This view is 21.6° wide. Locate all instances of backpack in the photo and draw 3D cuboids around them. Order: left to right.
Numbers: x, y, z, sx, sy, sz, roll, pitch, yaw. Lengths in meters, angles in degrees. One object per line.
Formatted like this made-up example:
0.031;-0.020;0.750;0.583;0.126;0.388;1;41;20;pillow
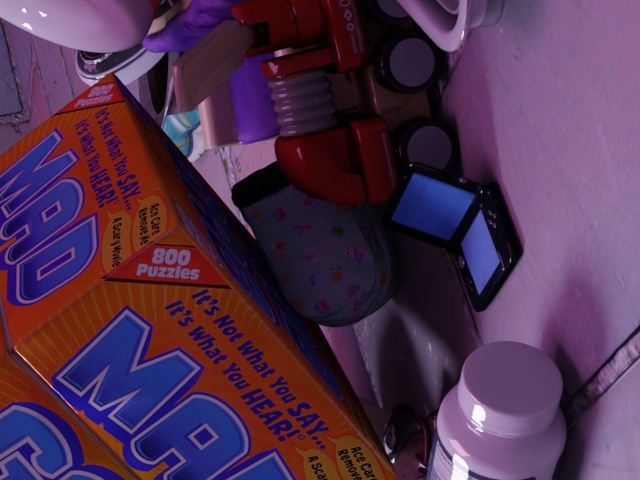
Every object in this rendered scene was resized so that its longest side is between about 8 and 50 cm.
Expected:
0.000;0.000;1.689;0.182;0.152;0.115;64;-162;5;backpack

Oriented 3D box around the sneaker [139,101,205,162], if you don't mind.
-0.217;-0.174;2.371;0.275;0.110;0.107;130;127;-70;sneaker

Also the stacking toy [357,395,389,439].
-0.028;0.319;1.706;0.330;0.141;0.141;-63;2;-24;stacking toy

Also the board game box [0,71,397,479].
-0.208;0.129;1.626;0.356;0.356;0.356;50;-175;-31;board game box

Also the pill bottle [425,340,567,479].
0.146;0.172;1.387;0.180;0.108;0.108;96;156;-43;pill bottle

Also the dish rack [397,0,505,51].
0.090;-0.344;1.307;0.285;0.072;0.333;-124;28;-51;dish rack

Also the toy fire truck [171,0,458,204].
-0.017;-0.128;1.476;0.158;0.246;0.217;-159;56;-71;toy fire truck

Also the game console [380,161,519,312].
0.111;-0.001;1.456;0.122;0.071;0.107;112;144;-62;game console

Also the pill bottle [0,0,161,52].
-0.217;-0.415;1.754;0.224;0.224;0.392;137;155;-71;pill bottle

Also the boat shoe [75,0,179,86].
-0.189;-0.303;1.899;0.105;0.306;0.113;22;-152;-55;boat shoe

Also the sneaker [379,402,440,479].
0.117;0.246;1.552;0.281;0.106;0.162;43;129;52;sneaker

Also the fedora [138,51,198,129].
-0.152;-0.255;2.070;0.244;0.124;0.275;131;135;-67;fedora

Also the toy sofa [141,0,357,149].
-0.065;-0.183;1.743;0.362;0.177;0.150;173;87;-73;toy sofa
